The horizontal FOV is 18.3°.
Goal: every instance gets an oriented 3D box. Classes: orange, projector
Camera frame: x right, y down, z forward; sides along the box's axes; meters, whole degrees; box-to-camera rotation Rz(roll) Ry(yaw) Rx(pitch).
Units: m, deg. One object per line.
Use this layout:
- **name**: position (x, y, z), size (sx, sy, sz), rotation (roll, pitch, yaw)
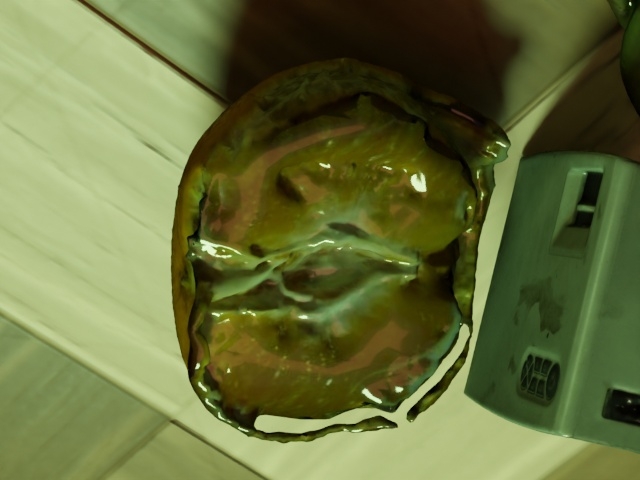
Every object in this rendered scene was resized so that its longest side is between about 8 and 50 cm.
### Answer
- **orange**: position (0.000, 0.000, 0.849), size (0.170, 0.112, 0.160), rotation (-41, 116, -9)
- **projector**: position (0.115, 0.024, 0.821), size (0.061, 0.147, 0.115), rotation (12, 90, -11)

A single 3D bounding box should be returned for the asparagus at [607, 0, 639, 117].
- **asparagus**: position (0.144, -0.112, 0.780), size (0.080, 0.080, 0.287), rotation (-12, 129, 11)
